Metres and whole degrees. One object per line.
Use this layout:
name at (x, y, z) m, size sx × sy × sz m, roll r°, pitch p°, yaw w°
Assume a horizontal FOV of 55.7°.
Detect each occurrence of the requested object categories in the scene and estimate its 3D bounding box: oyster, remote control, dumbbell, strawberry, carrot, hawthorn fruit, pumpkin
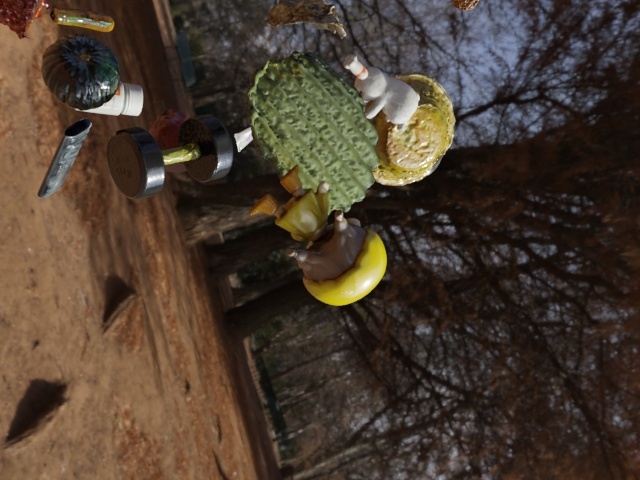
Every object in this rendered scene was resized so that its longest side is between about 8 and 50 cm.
oyster at (-0.059, -0.667, 1.761) m, size 0.396 × 0.204 × 0.111 m, roll -118°, pitch -150°, yaw -56°
remote control at (-0.841, -0.262, 1.978) m, size 0.044 × 0.107 × 0.377 m, roll 42°, pitch -44°, yaw -10°
dumbbell at (-0.440, -0.250, 1.791) m, size 0.203 × 0.322 × 0.204 m, roll 20°, pitch -60°, yaw 39°
strawberry at (-1.017, -0.810, 2.023) m, size 0.234 × 0.178 × 0.234 m, roll -44°, pitch -149°, yaw 35°
carrot at (-0.894, -0.832, 2.281) m, size 0.260 × 0.070 × 0.070 m, roll -21°, pitch 95°, yaw -58°
hawthorn fruit at (-0.506, -0.350, 2.063) m, size 0.189 × 0.189 × 0.251 m, roll -170°, pitch -122°, yaw -78°
pumpkin at (-0.691, -0.488, 1.753) m, size 0.162 × 0.220 × 0.220 m, roll -42°, pitch -117°, yaw 54°

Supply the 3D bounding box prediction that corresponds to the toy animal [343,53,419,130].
toy animal at (0.163, -0.456, 1.849) m, size 0.138 × 0.282 × 0.140 m, roll -56°, pitch -157°, yaw 24°

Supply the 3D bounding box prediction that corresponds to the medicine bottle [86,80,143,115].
medicine bottle at (-0.846, -0.572, 2.409) m, size 0.144 × 0.252 × 0.144 m, roll -9°, pitch -101°, yaw 56°

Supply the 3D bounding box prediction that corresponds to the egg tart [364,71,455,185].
egg tart at (0.325, -0.396, 2.236) m, size 0.178 × 0.443 × 0.443 m, roll -127°, pitch -158°, yaw -57°

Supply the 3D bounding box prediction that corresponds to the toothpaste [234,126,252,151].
toothpaste at (-0.231, -0.463, 2.404) m, size 0.048 × 0.301 × 0.075 m, roll 40°, pitch -31°, yaw 9°

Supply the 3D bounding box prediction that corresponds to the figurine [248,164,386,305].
figurine at (0.000, 0.000, 1.451) m, size 0.343 × 0.215 × 0.187 m, roll 45°, pitch 16°, yaw -8°

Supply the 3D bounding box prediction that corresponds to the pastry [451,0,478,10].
pastry at (0.376, -0.679, 1.556) m, size 0.063 × 0.087 × 0.169 m, roll -40°, pitch 137°, yaw -66°

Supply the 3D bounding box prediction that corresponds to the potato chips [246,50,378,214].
potato chips at (-0.007, -0.285, 1.560) m, size 0.429 × 0.358 × 0.070 m, roll 49°, pitch -29°, yaw -16°
